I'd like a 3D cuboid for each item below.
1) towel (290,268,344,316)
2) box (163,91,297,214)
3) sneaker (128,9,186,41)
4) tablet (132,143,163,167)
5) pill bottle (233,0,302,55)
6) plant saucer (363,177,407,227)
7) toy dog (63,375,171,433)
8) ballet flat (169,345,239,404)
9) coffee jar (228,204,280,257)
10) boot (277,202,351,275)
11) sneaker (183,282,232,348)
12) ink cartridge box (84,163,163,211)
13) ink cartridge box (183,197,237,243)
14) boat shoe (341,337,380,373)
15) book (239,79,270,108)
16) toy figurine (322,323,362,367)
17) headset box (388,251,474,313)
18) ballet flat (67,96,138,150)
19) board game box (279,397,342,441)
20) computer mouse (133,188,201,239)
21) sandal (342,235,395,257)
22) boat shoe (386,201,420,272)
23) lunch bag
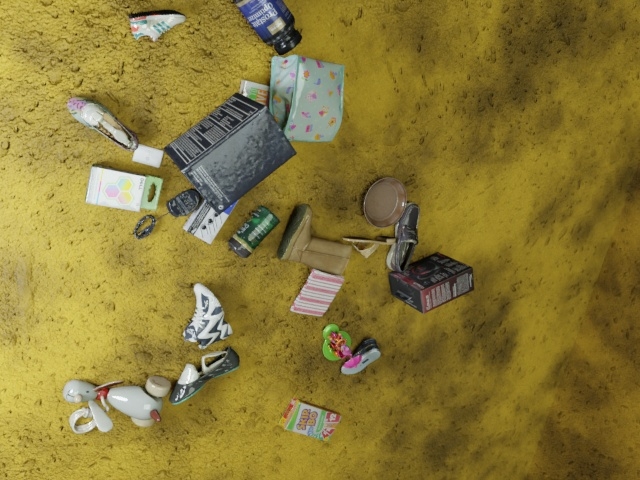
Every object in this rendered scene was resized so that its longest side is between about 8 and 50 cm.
[{"bbox_3d":[-0.012,0.201,2.126,0.144,0.029,0.197,16,116,-31],"label":"towel"},{"bbox_3d":[-0.272,-0.265,1.674,0.294,0.296,0.182,-40,122,-5],"label":"box"},{"bbox_3d":[-0.465,-0.614,1.620,0.161,0.057,0.075,-16,130,-25],"label":"sneaker"},{"bbox_3d":[-0.526,-0.258,1.722,0.083,0.006,0.054,13,99,-31],"label":"tablet"},{"bbox_3d":[-0.155,-0.683,1.723,0.123,0.123,0.219,-47,122,-8],"label":"pill bottle"},{"bbox_3d":[0.243,-0.147,2.172,0.199,0.036,0.198,-9,110,-26],"label":"plant saucer"},{"bbox_3d":[-0.641,0.534,1.824,0.334,0.161,0.220,-6,108,-28],"label":"toy dog"},{"bbox_3d":[-0.416,0.458,1.976,0.280,0.095,0.096,-29,108,-30],"label":"ballet flat"},{"bbox_3d":[-0.228,-0.028,1.911,0.184,0.096,0.079,-49,120,-7],"label":"coffee jar"},{"bbox_3d":[0.000,0.000,2.055,0.270,0.089,0.236,16,113,-31],"label":"boot"},{"bbox_3d":[-0.408,0.268,1.907,0.153,0.094,0.235,-36,130,-25],"label":"sneaker"},{"bbox_3d":[-0.580,-0.150,1.681,0.209,0.062,0.109,10,100,-25],"label":"ink cartridge box"},{"bbox_3d":[-0.351,-0.100,1.848,0.097,0.046,0.207,34,88,-34],"label":"ink cartridge box"},{"bbox_3d":[0.163,0.477,2.320,0.183,0.083,0.065,-33,123,15],"label":"boat shoe"},{"bbox_3d":[-0.194,-0.457,1.832,0.144,0.035,0.096,5,105,-33],"label":"book"},{"bbox_3d":[0.095,0.425,2.203,0.130,0.159,0.173,-30,118,-18],"label":"toy figurine"},{"bbox_3d":[0.433,0.171,2.275,0.293,0.218,0.110,-21,115,-23],"label":"headset box"},{"bbox_3d":[-0.610,-0.330,1.608,0.221,0.079,0.077,38,86,-32],"label":"ballet flat"},{"bbox_3d":[-0.039,0.733,2.305,0.259,0.039,0.124,29,90,-30],"label":"board game box"},{"bbox_3d":[-0.485,-0.084,1.788,0.242,0.041,0.071,-33,102,-8],"label":"computer mouse"},{"bbox_3d":[0.190,0.028,2.169,0.240,0.088,0.079,-1,101,-34],"label":"sandal"},{"bbox_3d":[0.345,-0.008,2.241,0.103,0.092,0.285,13,100,-32],"label":"boat shoe"},{"bbox_3d":[-0.047,-0.446,1.821,0.223,0.160,0.262,-5,105,-42],"label":"lunch bag"}]
